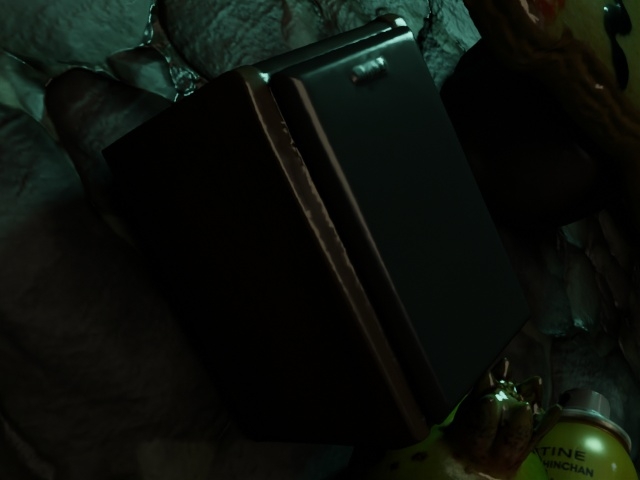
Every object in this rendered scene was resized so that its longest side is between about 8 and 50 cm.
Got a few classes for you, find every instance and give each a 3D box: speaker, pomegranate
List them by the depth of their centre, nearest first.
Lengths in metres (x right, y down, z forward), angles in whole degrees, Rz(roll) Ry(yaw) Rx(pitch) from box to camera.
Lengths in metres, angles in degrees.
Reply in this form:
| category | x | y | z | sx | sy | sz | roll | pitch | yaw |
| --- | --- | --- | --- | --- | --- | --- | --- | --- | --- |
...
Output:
| category | x | y | z | sx | sy | sz | roll | pitch | yaw |
| --- | --- | --- | --- | --- | --- | --- | --- | --- | --- |
| speaker | 0.000 | 0.000 | 0.446 | 0.153 | 0.192 | 0.231 | -35 | 103 | -43 |
| pomegranate | 0.093 | 0.170 | 0.462 | 0.159 | 0.205 | 0.159 | 13 | 33 | -9 |

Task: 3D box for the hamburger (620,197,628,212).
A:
| category | x | y | z | sx | sy | sz | roll | pitch | yaw |
| --- | --- | --- | --- | --- | --- | --- | --- | --- | --- |
| hamburger | 0.510 | -0.157 | 0.934 | 0.284 | 0.174 | 0.304 | 28 | 59 | -30 |

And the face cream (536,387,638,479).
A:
| category | x | y | z | sx | sy | sz | roll | pitch | yaw |
| --- | --- | --- | --- | --- | --- | --- | --- | --- | --- |
| face cream | 0.183 | 0.266 | 0.512 | 0.105 | 0.105 | 0.348 | 46 | 47 | -19 |

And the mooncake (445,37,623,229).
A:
| category | x | y | z | sx | sy | sz | roll | pitch | yaw |
| --- | --- | --- | --- | --- | --- | --- | --- | --- | --- |
| mooncake | 0.253 | -0.134 | 0.746 | 0.245 | 0.133 | 0.245 | 23 | 56 | -38 |

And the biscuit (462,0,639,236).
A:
| category | x | y | z | sx | sy | sz | roll | pitch | yaw |
| --- | --- | --- | --- | --- | --- | --- | --- | --- | --- |
| biscuit | 0.289 | -0.208 | 0.661 | 0.394 | 0.076 | 0.368 | 41 | 48 | -26 |
